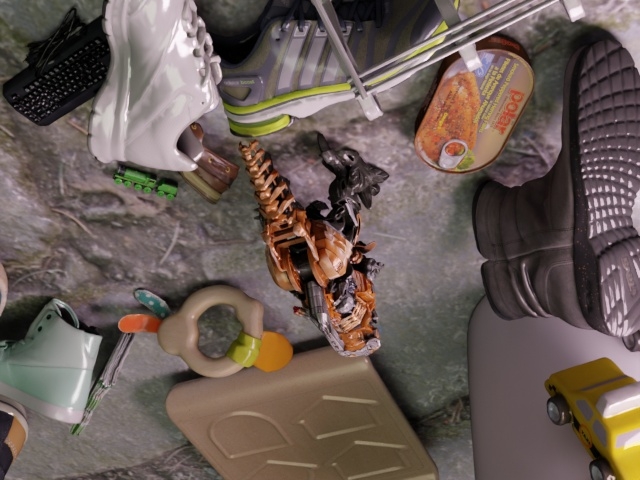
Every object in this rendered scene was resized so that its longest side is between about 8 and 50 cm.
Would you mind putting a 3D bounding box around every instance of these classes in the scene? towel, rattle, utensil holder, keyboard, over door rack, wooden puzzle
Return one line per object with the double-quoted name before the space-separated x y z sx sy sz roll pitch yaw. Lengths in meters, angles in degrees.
"towel" -0.307 0.201 1.648 0.023 0.113 0.152 28 133 -8
"rattle" -0.157 0.124 1.607 0.200 0.143 0.130 -2 94 22
"utensil holder" 0.352 0.260 1.502 0.328 0.385 0.327 0 138 0
"keyboard" -0.280 -0.188 1.288 0.192 0.038 0.100 -29 129 27
"over door rack" 0.076 -0.305 1.076 0.240 0.108 0.324 -26 113 11
"wooden puzzle" -0.021 0.292 1.774 0.322 0.080 0.348 -16 130 17

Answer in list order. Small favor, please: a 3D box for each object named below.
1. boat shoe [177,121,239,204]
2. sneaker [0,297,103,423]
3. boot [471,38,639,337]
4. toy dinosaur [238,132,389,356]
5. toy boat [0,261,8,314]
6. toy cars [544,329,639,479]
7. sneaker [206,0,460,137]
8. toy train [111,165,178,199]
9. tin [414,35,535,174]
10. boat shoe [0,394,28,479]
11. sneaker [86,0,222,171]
"boat shoe" -0.167 -0.119 1.351 0.060 0.064 0.178 -46 117 -1
"sneaker" -0.414 0.144 1.623 0.256 0.151 0.094 18 176 23
"boot" 0.259 -0.058 1.337 0.118 0.338 0.223 -7 -170 -34
"toy dinosaur" 0.000 0.000 1.351 0.164 0.218 0.322 -1 137 4
"toy boat" -0.512 0.021 1.434 0.268 0.148 0.318 18 135 -17
"toy cars" 0.366 0.127 1.354 0.176 0.393 0.087 16 136 12
"sneaker" 0.005 -0.211 1.211 0.300 0.111 0.121 -23 127 20
"toy train" -0.214 -0.072 1.426 0.083 0.017 0.023 17 125 -16
"tin" 0.173 -0.152 1.319 0.106 0.040 0.189 15 135 -9
"boat shoe" -0.685 0.266 1.697 0.500 0.156 0.187 17 136 -15
"sneaker" -0.157 -0.199 1.194 0.129 0.111 0.297 16 130 2
